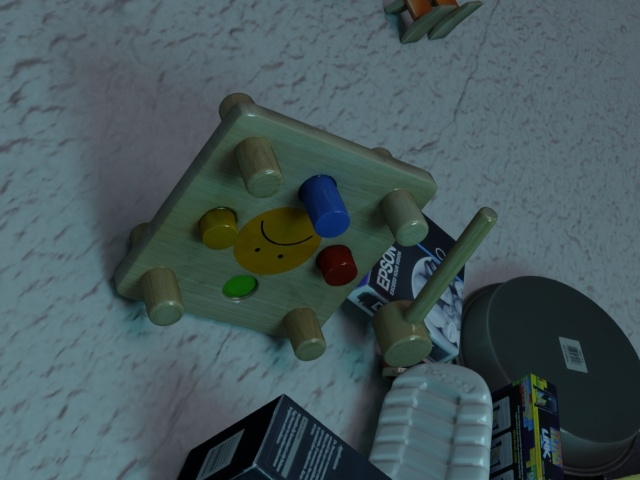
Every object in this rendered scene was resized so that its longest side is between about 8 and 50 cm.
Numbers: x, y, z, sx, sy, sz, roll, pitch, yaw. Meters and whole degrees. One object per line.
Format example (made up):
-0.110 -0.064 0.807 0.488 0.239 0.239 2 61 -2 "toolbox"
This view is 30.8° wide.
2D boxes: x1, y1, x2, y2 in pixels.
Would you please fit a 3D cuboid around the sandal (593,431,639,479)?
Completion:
0.391 0.357 1.516 0.097 0.054 0.254 9 67 -31 "sandal"

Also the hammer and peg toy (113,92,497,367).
0.000 0.000 1.220 0.361 0.266 0.127 17 35 -34 "hammer and peg toy"

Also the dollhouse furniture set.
0.106 -0.437 1.708 0.259 0.135 0.262 -16 76 -48 "dollhouse furniture set"

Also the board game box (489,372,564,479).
0.211 0.258 1.334 0.048 0.141 0.170 26 48 -27 "board game box"

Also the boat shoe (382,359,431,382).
0.130 0.170 1.389 0.137 0.049 0.043 30 49 -22 "boat shoe"

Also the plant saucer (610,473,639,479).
0.438 0.415 1.280 0.333 0.081 0.332 -4 60 -33 "plant saucer"

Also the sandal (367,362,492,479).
0.101 0.307 1.219 0.102 0.169 0.416 78 30 -42 "sandal"

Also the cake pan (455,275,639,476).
0.309 0.163 1.513 0.293 0.054 0.293 19 45 -20 "cake pan"

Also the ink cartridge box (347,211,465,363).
0.091 0.024 1.436 0.208 0.045 0.206 37 36 -18 "ink cartridge box"

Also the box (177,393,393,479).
-0.037 0.248 1.095 0.158 0.156 0.093 41 41 -16 "box"
